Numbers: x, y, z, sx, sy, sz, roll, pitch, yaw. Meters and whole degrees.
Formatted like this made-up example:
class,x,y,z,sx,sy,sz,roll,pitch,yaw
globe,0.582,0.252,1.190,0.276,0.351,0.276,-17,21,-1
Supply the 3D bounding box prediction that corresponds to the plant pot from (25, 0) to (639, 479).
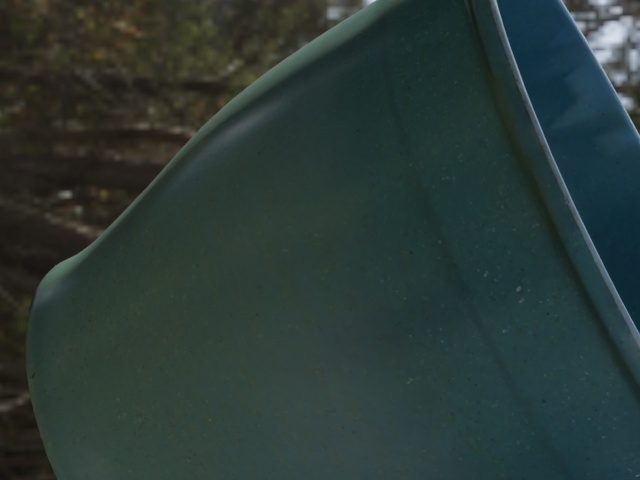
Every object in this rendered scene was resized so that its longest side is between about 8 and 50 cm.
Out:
class,x,y,z,sx,sy,sz,roll,pitch,yaw
plant pot,0.024,0.043,0.716,0.272,0.255,0.272,53,20,-29
